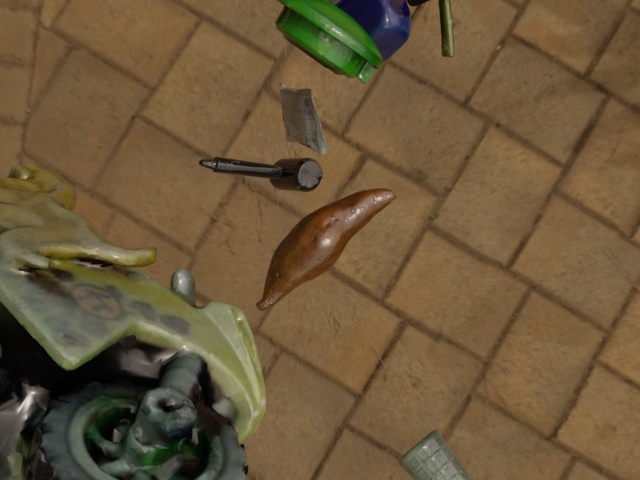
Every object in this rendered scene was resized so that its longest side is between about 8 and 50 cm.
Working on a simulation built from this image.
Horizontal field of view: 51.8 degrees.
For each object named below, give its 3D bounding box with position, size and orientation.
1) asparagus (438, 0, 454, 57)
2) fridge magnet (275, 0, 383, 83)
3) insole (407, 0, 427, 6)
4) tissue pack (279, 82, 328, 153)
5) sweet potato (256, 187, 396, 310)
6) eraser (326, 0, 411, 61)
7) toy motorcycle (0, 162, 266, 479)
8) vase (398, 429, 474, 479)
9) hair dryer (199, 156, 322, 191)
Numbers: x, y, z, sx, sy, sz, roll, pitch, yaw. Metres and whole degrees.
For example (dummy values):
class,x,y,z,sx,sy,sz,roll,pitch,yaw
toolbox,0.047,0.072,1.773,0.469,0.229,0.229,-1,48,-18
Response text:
class,x,y,z,sx,sy,sz,roll,pitch,yaw
asparagus,0.193,-0.417,1.049,0.025,0.024,0.248,-12,109,-4
fridge magnet,0.009,-0.333,1.063,0.208,0.208,0.088,35,103,1
insole,0.232,-0.484,1.258,0.153,0.002,0.053,-11,93,34
tissue pack,-0.040,-0.238,1.276,0.026,0.193,0.122,-16,112,-19
sweet potato,-0.005,0.002,1.312,0.112,0.112,0.359,43,87,1
eraser,0.066,-0.494,1.241,0.155,0.102,0.331,-31,66,39
toy motorcycle,-0.202,0.058,0.486,0.410,0.237,0.168,31,102,17
vase,0.298,0.546,1.374,0.143,0.143,0.299,-39,73,-3
hair dryer,-0.123,-0.147,1.336,0.248,0.114,0.070,7,92,-35
